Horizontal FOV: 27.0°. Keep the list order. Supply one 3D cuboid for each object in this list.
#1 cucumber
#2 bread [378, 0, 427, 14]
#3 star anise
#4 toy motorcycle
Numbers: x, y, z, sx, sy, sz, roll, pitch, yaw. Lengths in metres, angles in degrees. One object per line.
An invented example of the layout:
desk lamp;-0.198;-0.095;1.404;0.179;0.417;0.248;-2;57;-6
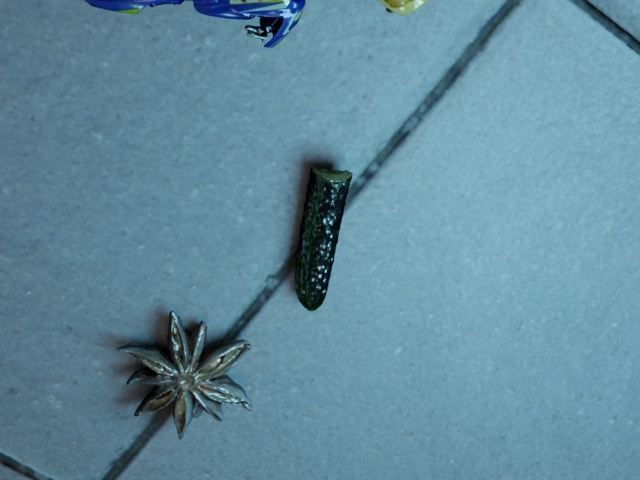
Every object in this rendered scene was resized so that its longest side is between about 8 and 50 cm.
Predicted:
cucumber;0.000;0.000;1.748;0.052;0.058;0.215;-16;129;-36
bread;0.110;-0.392;1.519;0.235;0.099;0.210;-40;114;17
star anise;-0.182;0.176;1.827;0.195;0.065;0.182;-22;113;12
toy motorcycle;-0.122;-0.306;1.536;0.315;0.113;0.169;5;129;7
